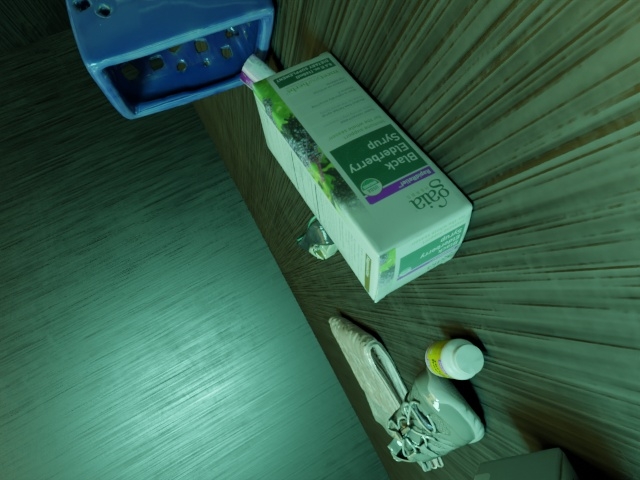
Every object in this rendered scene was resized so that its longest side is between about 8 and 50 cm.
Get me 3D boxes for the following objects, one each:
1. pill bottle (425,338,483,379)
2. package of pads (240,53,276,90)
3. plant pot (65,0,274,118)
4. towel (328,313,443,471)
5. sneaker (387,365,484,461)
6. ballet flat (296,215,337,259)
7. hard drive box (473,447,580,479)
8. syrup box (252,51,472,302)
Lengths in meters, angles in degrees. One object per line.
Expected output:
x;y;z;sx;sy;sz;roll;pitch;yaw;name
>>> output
0.150;0.133;0.494;0.043;0.043;0.083;60;169;11;pill bottle
-0.075;-0.224;0.635;0.083;0.032;0.050;38;169;-10;package of pads
-0.215;-0.325;0.601;0.236;0.235;0.212;-175;63;-77;plant pot
0.133;0.339;1.044;0.317;0.053;0.332;64;168;-5;towel
0.151;0.273;0.632;0.105;0.115;0.281;54;166;37;sneaker
0.000;0.000;0.802;0.074;0.074;0.203;62;167;4;ballet flat
0.205;0.327;0.349;0.181;0.089;0.232;-19;-101;-57;hard drive box
0.030;-0.069;0.433;0.237;0.093;0.096;56;167;29;syrup box
